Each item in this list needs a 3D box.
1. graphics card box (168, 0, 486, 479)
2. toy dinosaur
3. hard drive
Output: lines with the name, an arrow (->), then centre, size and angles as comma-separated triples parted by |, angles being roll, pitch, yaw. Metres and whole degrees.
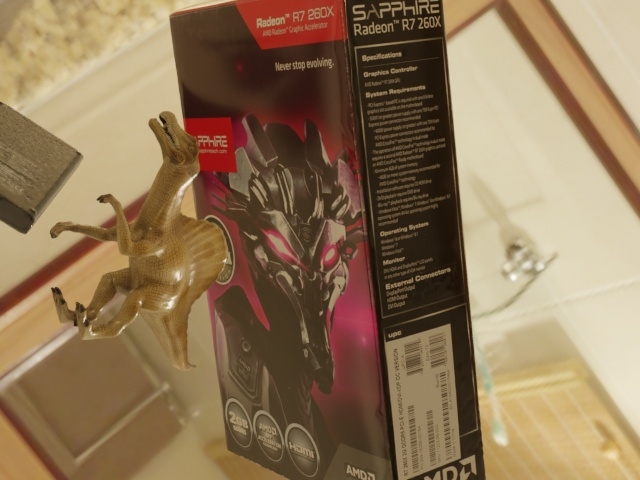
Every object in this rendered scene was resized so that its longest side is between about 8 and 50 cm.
graphics card box -> 0.000, 0.000, 0.775 | 0.094, 0.370, 0.233 | -15, -166, -34
toy dinosaur -> -0.092, 0.025, 0.564 | 0.093, 0.183, 0.053 | -17, -140, -27
hard drive -> -0.268, -0.067, 0.911 | 0.022, 0.094, 0.135 | -51, -168, 27
